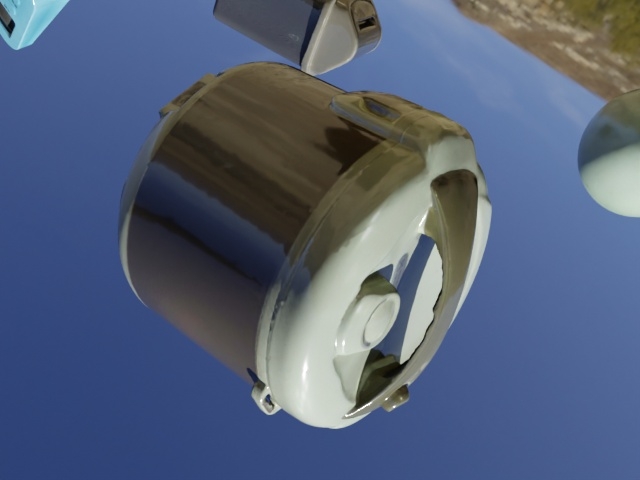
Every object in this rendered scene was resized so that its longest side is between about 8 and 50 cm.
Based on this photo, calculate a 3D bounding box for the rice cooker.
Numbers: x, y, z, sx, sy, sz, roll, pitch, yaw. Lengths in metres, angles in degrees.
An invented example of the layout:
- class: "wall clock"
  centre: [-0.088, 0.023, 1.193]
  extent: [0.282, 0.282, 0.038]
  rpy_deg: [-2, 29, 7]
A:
- class: "rice cooker"
  centre: [0.000, 0.000, 0.891]
  extent: [0.325, 0.335, 0.335]
  rpy_deg: [30, -161, 31]

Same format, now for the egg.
- class: "egg"
  centre: [0.525, -0.141, 1.398]
  extent: [0.203, 0.203, 0.283]
  rpy_deg: [38, 177, 7]

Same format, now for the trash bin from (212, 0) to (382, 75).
- class: "trash bin"
  centre: [-0.037, -0.429, 1.630]
  extent: [0.290, 0.182, 0.209]
  rpy_deg: [28, -153, 9]

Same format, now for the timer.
- class: "timer"
  centre: [-0.587, -0.483, 1.570]
  extent: [0.091, 0.250, 0.232]
  rpy_deg: [-41, -80, -39]
